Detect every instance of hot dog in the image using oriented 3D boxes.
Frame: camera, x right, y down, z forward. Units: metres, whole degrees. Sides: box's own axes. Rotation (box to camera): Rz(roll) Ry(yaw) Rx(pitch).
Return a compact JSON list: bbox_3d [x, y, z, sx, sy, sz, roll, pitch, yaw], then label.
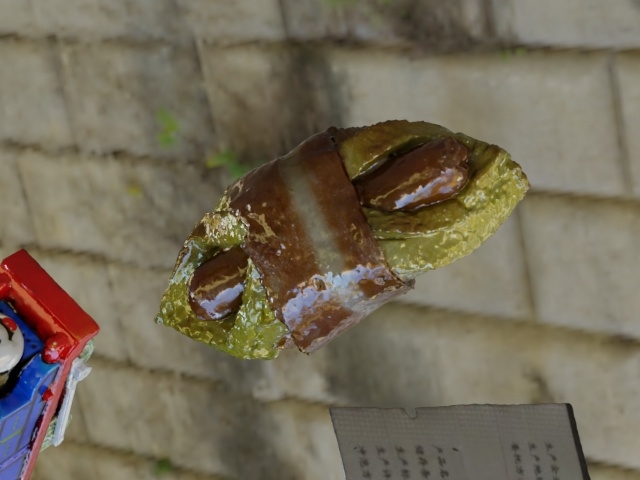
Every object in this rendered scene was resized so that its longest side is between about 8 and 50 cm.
[{"bbox_3d":[-0.004,-0.003,1.056,0.261,0.123,0.093,-33,157,17],"label":"hot dog"}]

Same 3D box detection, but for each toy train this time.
[{"bbox_3d":[-0.228,0.112,1.154,0.083,0.204,0.131,44,-133,17],"label":"toy train"}]

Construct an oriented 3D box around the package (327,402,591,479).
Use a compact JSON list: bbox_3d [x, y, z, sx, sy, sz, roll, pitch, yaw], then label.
[{"bbox_3d":[0.106,0.227,1.085,0.204,0.251,0.062,3,166,-34],"label":"package"}]
